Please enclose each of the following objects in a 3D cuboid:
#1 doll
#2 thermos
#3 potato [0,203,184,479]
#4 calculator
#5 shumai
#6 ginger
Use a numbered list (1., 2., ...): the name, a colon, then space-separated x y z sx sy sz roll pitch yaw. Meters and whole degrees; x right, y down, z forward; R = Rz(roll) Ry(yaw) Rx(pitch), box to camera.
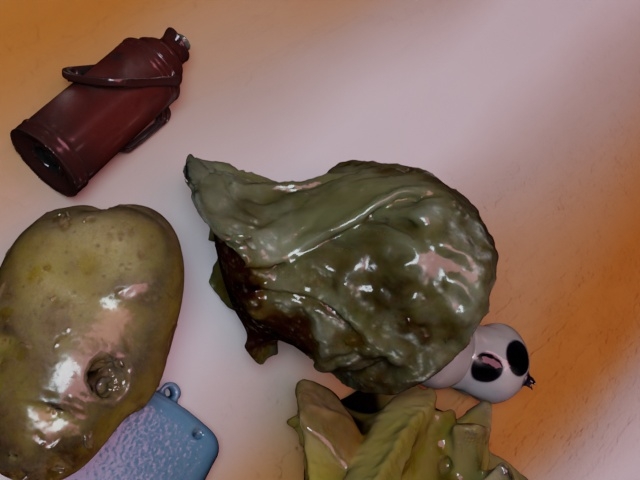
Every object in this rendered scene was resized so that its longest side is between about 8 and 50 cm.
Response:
1. doll: 0.188 0.153 1.088 0.180 0.107 0.110 17 93 -19
2. thermos: -0.227 -0.156 0.927 0.232 0.099 0.124 -50 141 -29
3. potato: -0.245 0.094 0.822 0.191 0.141 0.296 13 63 7
4. calculator: -0.226 0.278 0.862 0.173 0.051 0.293 36 65 -17
5. shumai: 0.000 0.000 0.885 0.288 0.330 0.292 37 79 -29
6. ginger: 0.128 0.346 0.958 0.413 0.211 0.358 21 73 -25
